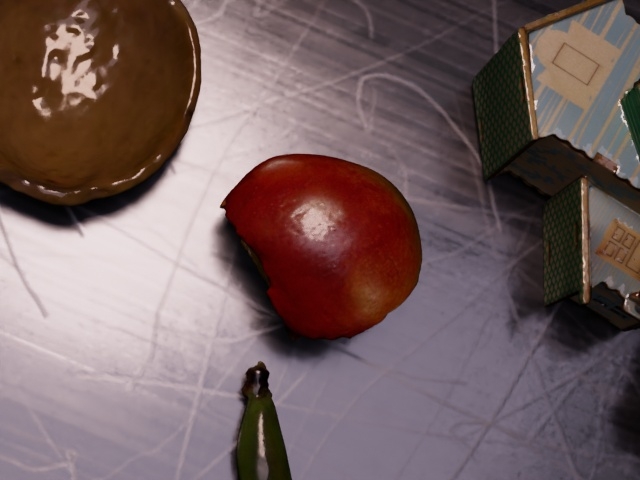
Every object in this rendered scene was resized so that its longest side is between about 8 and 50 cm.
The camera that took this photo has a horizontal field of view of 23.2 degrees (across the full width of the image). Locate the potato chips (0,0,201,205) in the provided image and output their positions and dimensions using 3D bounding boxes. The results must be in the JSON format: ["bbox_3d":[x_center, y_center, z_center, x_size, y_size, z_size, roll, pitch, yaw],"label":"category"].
[{"bbox_3d":[-0.185,-0.126,1.146,0.195,0.062,0.208,-20,82,-17],"label":"potato chips"}]

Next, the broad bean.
[{"bbox_3d":[-0.019,0.234,1.113,0.060,0.043,0.297,-16,81,-21],"label":"broad bean"}]

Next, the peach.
[{"bbox_3d":[0.003,-0.007,1.133,0.151,0.151,0.118,-18,127,-12],"label":"peach"}]

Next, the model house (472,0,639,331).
[{"bbox_3d":[0.217,-0.088,1.148,0.206,0.178,0.271,33,79,0],"label":"model house"}]
